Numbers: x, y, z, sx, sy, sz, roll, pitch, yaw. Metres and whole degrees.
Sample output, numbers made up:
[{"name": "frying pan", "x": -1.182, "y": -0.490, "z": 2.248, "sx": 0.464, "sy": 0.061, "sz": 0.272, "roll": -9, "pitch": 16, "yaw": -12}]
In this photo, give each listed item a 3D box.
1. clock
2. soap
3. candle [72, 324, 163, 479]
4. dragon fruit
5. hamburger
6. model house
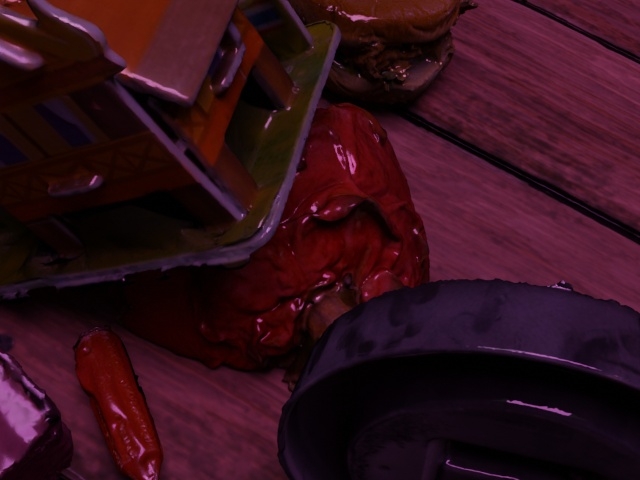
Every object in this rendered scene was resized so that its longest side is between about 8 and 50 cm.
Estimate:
[{"name": "clock", "x": 0.126, "y": 0.145, "z": 0.587, "sx": 0.312, "sy": 0.313, "sz": 0.061, "roll": 19, "pitch": 50, "yaw": 1}, {"name": "soap", "x": -0.299, "y": 0.075, "z": 0.625, "sx": 0.289, "sy": 0.182, "sz": 0.112, "roll": 45, "pitch": 62, "yaw": 12}, {"name": "candle", "x": -0.154, "y": 0.141, "z": 0.688, "sx": 0.053, "sy": 0.048, "sz": 0.162, "roll": 22, "pitch": 31, "yaw": -51}, {"name": "dragon fruit", "x": 0.000, "y": 0.000, "z": 0.751, "sx": 0.317, "sy": 0.152, "sz": 0.205, "roll": -35, "pitch": 71, "yaw": -29}, {"name": "hamburger", "x": 0.037, "y": -0.240, "z": 0.936, "sx": 0.215, "sy": 0.122, "sz": 0.189, "roll": 34, "pitch": 51, "yaw": 16}, {"name": "model house", "x": -0.220, "y": -0.143, "z": 0.641, "sx": 0.357, "sy": 0.313, "sz": 0.242, "roll": -8, "pitch": 46, "yaw": 34}]
